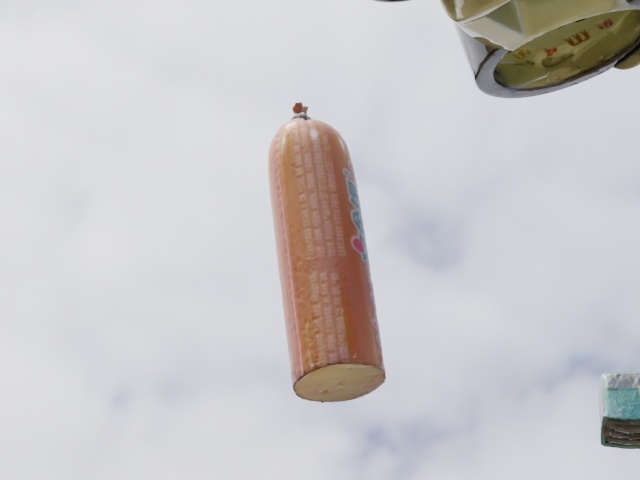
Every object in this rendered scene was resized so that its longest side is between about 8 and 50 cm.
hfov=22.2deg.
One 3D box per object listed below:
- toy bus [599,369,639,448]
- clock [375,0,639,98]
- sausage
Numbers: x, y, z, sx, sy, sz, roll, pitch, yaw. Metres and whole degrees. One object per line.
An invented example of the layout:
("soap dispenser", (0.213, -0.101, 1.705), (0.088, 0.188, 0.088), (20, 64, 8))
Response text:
("toy bus", (0.491, 0.217, 2.105), (0.262, 0.109, 0.091), (-3, -38, 3))
("clock", (0.193, -0.221, 1.241), (0.276, 0.120, 0.379), (-24, -16, 17))
("sausage", (0.000, 0.000, 1.621), (0.093, 0.312, 0.093), (-6, -26, -3))
